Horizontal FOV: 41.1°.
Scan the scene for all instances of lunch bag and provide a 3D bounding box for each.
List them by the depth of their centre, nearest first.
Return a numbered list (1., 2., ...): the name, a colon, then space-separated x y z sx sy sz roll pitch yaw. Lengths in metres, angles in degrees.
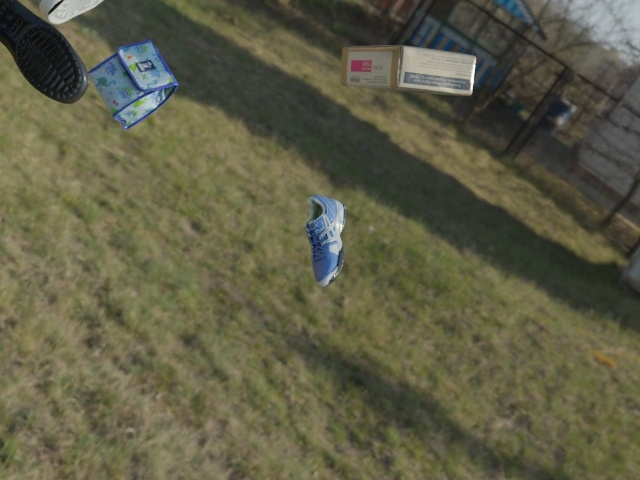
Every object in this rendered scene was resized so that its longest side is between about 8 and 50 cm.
1. lunch bag: -0.386 -0.330 1.774 0.129 0.151 0.096 57 -1 17

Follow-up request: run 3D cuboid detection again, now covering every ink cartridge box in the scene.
1. ink cartridge box: 0.181 -0.360 1.810 0.193 0.088 0.234 -1 11 -29

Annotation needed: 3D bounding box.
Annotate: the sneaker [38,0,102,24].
1. sneaker: -0.605 -0.624 1.909 0.236 0.130 0.323 51 20 -12

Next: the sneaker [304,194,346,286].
1. sneaker: 0.000 0.000 1.789 0.081 0.080 0.211 26 50 -35

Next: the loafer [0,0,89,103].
1. loafer: -0.399 -0.278 1.213 0.220 0.080 0.078 48 5 11
